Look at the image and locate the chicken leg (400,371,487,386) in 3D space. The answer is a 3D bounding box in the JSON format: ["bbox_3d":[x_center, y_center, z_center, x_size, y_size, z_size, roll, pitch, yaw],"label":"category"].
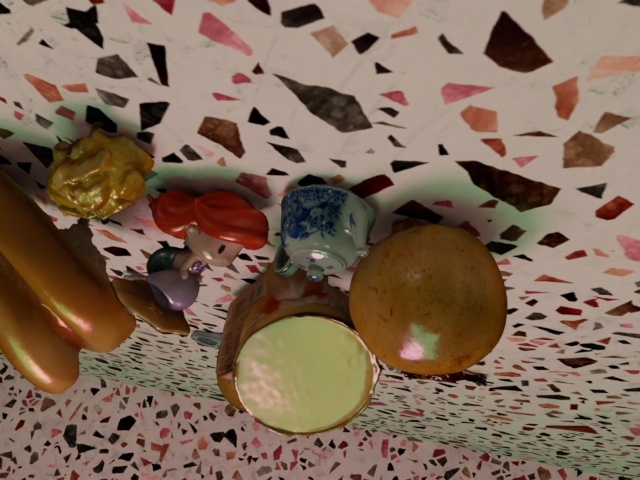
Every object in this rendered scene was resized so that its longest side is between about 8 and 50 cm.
[{"bbox_3d":[0.363,0.396,1.741,0.254,0.051,0.106,6,160,11],"label":"chicken leg"}]

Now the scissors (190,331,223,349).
[{"bbox_3d":[-0.273,0.307,1.855,0.191,0.029,0.360,25,152,-24],"label":"scissors"}]

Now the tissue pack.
[{"bbox_3d":[-0.085,0.220,1.385,0.239,0.238,0.305,21,152,-19],"label":"tissue pack"}]

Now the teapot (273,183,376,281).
[{"bbox_3d":[0.000,0.000,0.961,0.159,0.158,0.232,29,150,-31],"label":"teapot"}]

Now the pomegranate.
[{"bbox_3d":[0.168,0.089,0.954,0.265,0.264,0.264,10,155,5],"label":"pomegranate"}]

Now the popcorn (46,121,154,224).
[{"bbox_3d":[-0.343,-0.102,0.918,0.167,0.152,0.148,-13,-170,-1],"label":"popcorn"}]

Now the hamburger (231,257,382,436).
[{"bbox_3d":[-0.034,0.186,1.088,0.261,0.186,0.302,-17,117,5],"label":"hamburger"}]

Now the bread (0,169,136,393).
[{"bbox_3d":[-0.531,0.054,1.073,0.424,0.245,0.329,46,177,0],"label":"bread"}]

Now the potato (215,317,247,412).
[{"bbox_3d":[-0.174,0.333,1.586,0.230,0.265,0.229,6,146,4],"label":"potato"}]

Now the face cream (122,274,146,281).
[{"bbox_3d":[-0.442,0.114,1.521,0.130,0.034,0.034,18,154,-13],"label":"face cream"}]

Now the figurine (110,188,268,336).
[{"bbox_3d":[-0.226,0.011,1.019,0.181,0.257,0.208,38,-177,-31],"label":"figurine"}]
